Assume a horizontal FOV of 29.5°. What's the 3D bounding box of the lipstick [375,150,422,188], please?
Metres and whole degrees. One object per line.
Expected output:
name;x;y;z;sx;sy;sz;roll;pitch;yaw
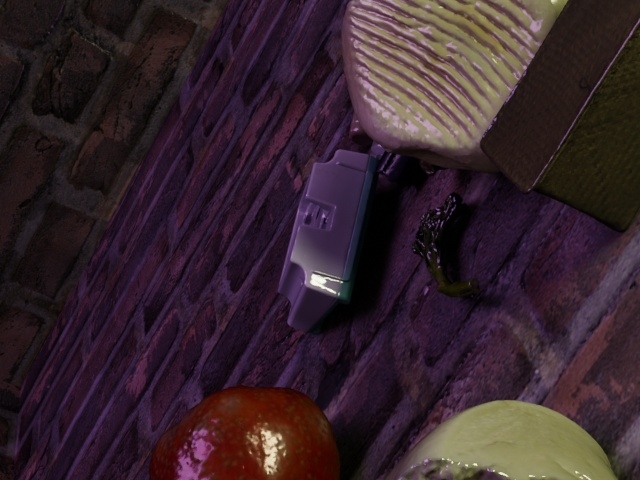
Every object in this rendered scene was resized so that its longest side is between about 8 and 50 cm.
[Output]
lipstick;0.220;-0.265;1.914;0.418;0.077;0.077;-57;23;19

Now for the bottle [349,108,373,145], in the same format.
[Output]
bottle;0.088;-0.243;2.232;0.053;0.053;0.140;-32;40;55

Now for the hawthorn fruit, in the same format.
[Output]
hawthorn fruit;-0.103;0.392;1.771;0.285;0.285;0.369;-47;38;40

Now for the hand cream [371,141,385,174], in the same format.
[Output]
hand cream;0.152;-0.241;2.085;0.095;0.059;0.276;-10;55;63

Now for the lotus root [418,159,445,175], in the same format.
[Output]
lotus root;0.204;-0.180;1.849;0.080;0.089;0.179;23;82;53

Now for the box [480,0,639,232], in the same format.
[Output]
box;0.340;-0.170;1.451;0.273;0.143;0.184;-60;22;14

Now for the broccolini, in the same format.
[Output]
broccolini;0.193;0.008;1.721;0.271;0.062;0.123;-117;38;-70

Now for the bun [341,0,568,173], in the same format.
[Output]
bun;0.211;-0.263;1.688;0.349;0.227;0.352;41;112;21

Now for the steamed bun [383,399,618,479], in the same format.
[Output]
steamed bun;0.150;0.303;1.252;0.290;0.272;0.273;-53;24;23

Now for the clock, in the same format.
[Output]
clock;0.000;0.000;2.050;0.231;0.116;0.262;126;160;-67
